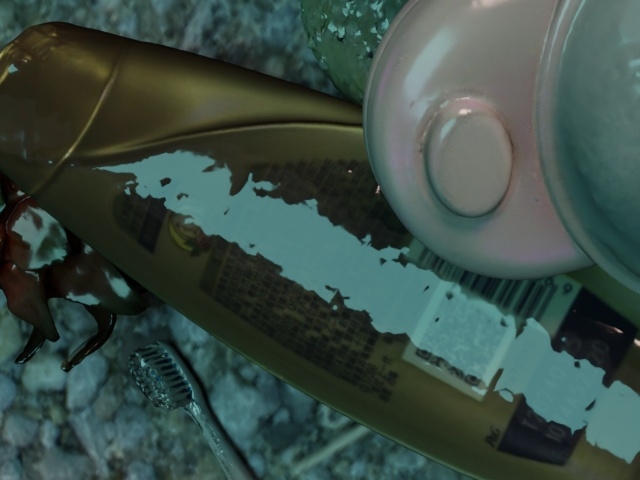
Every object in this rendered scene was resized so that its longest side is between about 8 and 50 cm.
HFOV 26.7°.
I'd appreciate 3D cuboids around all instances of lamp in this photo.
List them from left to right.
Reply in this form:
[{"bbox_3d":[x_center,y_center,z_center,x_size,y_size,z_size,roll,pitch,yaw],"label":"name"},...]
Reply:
[{"bbox_3d":[0.138,-0.051,0.476,0.246,0.108,0.179,-10,110,1],"label":"lamp"}]

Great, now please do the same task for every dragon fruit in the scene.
[{"bbox_3d":[-0.143,-0.014,0.724,0.142,0.121,0.130,52,156,-10],"label":"dragon fruit"}]

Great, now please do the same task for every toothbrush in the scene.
[{"bbox_3d":[-0.016,0.167,0.707,0.024,0.026,0.288,-48,69,31],"label":"toothbrush"}]

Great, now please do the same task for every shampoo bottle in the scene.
[{"bbox_3d":[0.000,0.000,0.602,0.350,0.084,0.125,27,99,16],"label":"shampoo bottle"}]

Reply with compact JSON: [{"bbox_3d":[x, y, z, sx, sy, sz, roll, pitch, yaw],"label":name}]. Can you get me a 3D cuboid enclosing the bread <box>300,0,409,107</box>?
[{"bbox_3d":[0.090,-0.120,0.587,0.232,0.064,0.172,9,102,32],"label":"bread"}]
